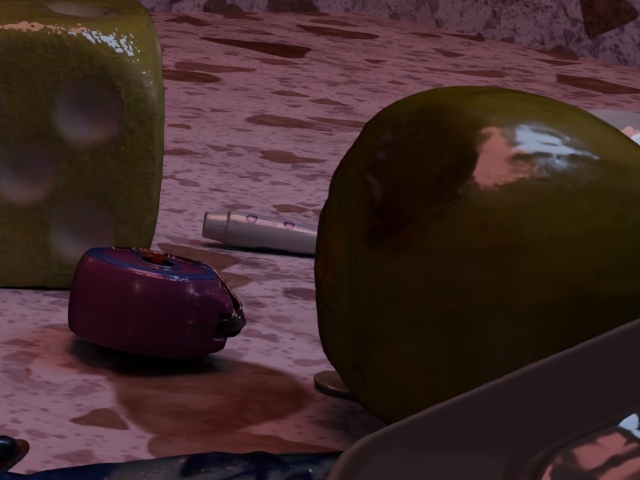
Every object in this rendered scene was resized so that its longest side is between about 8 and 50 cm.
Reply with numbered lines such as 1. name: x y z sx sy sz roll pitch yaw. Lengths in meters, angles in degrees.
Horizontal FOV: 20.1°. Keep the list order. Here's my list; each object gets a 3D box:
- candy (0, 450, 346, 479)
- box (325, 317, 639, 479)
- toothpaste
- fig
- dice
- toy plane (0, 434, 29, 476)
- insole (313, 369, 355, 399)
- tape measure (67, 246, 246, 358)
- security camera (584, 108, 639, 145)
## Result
1. candy: 0.001 0.156 0.886 0.331 0.077 0.187 2 16 -27
2. box: 0.231 0.146 0.625 0.373 0.090 0.367 -20 43 -29
3. toothpaste: 0.000 0.000 1.660 0.218 0.033 0.052 8 14 -5
4. fig: 0.130 0.016 1.183 0.271 0.239 0.239 -1 14 -9
5. dice: -0.261 -0.095 1.516 0.233 0.227 0.238 1 15 -16
6. toy plane: -0.255 0.116 0.758 0.223 0.104 0.326 18 28 40
7. insole: 0.090 0.108 1.276 0.192 0.010 0.063 5 13 -3
8. tape measure: -0.119 0.048 1.302 0.125 0.074 0.118 8 7 -15
9. security camera: 0.268 -0.015 1.525 0.194 0.195 0.236 -2 10 -32
